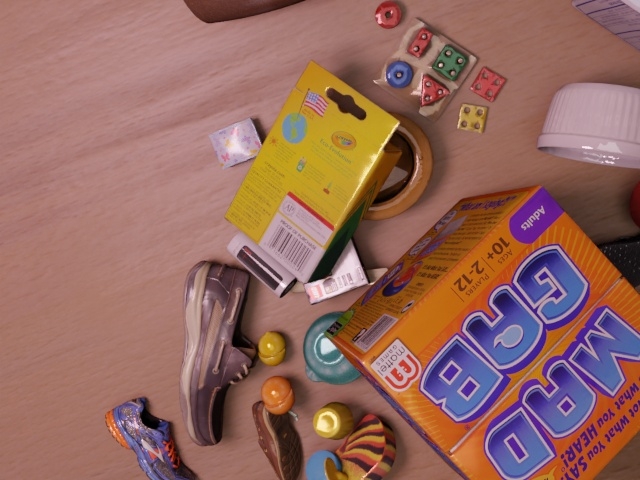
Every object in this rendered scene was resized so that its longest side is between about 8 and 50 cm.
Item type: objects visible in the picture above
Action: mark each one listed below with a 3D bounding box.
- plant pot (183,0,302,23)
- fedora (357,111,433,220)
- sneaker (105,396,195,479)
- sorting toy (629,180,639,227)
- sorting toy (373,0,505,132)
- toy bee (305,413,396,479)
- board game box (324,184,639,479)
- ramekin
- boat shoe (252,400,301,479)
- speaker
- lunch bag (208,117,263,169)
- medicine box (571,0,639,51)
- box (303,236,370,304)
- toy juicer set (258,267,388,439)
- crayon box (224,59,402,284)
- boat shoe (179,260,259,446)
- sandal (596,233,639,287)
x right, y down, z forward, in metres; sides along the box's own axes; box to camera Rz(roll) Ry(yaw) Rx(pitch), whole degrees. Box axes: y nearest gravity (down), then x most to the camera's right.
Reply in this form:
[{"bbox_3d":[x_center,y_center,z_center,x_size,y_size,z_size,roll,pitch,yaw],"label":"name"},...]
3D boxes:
[{"bbox_3d":[-0.118,-0.460,1.335,0.230,0.215,0.215,-23,99,24],"label":"plant pot"},{"bbox_3d":[0.102,-0.132,1.431,0.194,0.079,0.194,1,100,4],"label":"fedora"},{"bbox_3d":[-0.318,0.397,1.579,0.087,0.083,0.221,-40,99,3],"label":"sneaker"},{"bbox_3d":[0.688,0.019,1.363,0.365,0.126,0.127,39,94,-11],"label":"sorting toy"},{"bbox_3d":[0.188,-0.289,1.408,0.274,0.046,0.132,33,103,-3],"label":"sorting toy"},{"bbox_3d":[0.042,0.479,1.521,0.195,0.162,0.298,14,118,-43],"label":"toy bee"},{"bbox_3d":[0.274,0.169,1.293,0.356,0.356,0.356,-44,95,-6],"label":"board game box"},{"bbox_3d":[0.468,-0.187,1.330,0.207,0.207,0.109,11,93,3],"label":"ramekin"},{"bbox_3d":[-0.086,0.386,1.570,0.060,0.064,0.178,-4,108,40],"label":"boat shoe"},{"bbox_3d":[-0.106,0.041,1.483,0.136,0.055,0.055,41,102,10],"label":"speaker"},{"bbox_3d":[-0.146,-0.174,1.458,0.083,0.053,0.071,-21,97,19],"label":"lunch bag"},{"bbox_3d":[0.569,-0.358,1.249,0.289,0.263,0.149,32,103,-2],"label":"medicine box"},{"bbox_3d":[0.000,0.000,1.462,0.114,0.036,0.207,-21,83,9],"label":"box"},{"bbox_3d":[-0.004,0.188,1.514,0.209,0.089,0.329,15,87,20],"label":"toy juicer set"},{"bbox_3d":[-0.004,-0.113,1.367,0.202,0.081,0.318,40,112,21],"label":"crayon box"},{"bbox_3d":[-0.184,0.216,1.502,0.130,0.132,0.355,3,103,5],"label":"boat shoe"},{"bbox_3d":[0.558,0.028,1.444,0.254,0.054,0.097,-21,104,-1],"label":"sandal"}]
